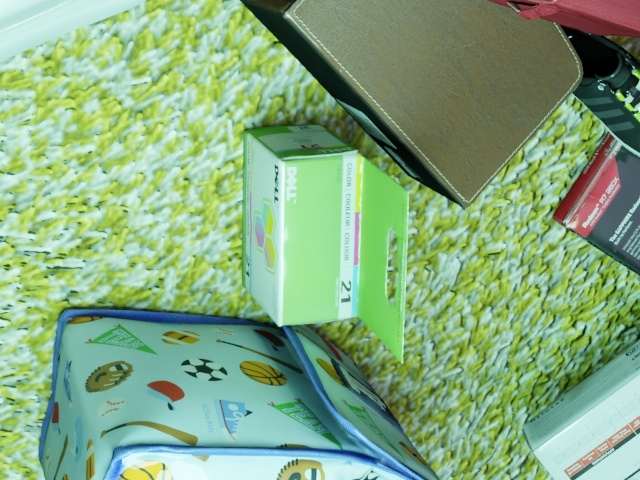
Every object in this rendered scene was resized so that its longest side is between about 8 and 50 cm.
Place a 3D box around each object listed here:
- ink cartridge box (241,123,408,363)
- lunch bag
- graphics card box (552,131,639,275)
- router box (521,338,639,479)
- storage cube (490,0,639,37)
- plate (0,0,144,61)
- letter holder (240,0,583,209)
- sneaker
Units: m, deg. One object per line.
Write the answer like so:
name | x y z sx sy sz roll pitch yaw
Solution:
ink cartridge box | 0.000 0.000 1.361 0.097 0.255 0.189 -5 110 -19
lunch bag | -0.074 0.219 1.376 0.385 0.328 0.239 6 110 -21
graphics card box | 0.494 -0.022 1.572 0.371 0.094 0.233 32 95 -6
router box | 0.460 0.245 1.536 0.335 0.082 0.301 -37 101 7
storage cube | 0.274 -0.301 1.252 0.193 0.183 0.215 12 98 -28
plate | -0.329 -0.304 1.249 0.278 0.045 0.277 -26 115 -11
letter holder | 0.103 -0.222 1.383 0.214 0.152 0.302 -47 117 -2
sneaker | 0.334 -0.164 1.461 0.234 0.097 0.084 37 96 12
